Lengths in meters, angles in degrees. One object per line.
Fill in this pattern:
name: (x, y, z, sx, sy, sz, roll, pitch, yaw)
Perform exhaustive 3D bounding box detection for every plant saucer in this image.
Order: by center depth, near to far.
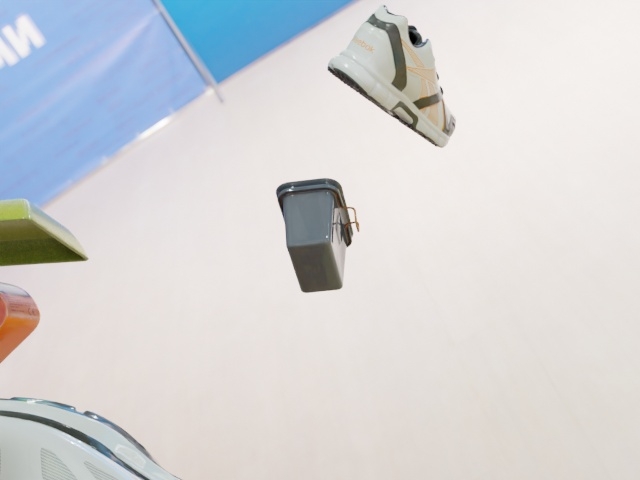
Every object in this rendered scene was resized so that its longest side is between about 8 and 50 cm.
plant saucer: (-0.460, -0.014, 1.629, 0.188, 0.188, 0.045, -3, 70, 15)

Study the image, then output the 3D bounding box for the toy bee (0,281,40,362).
toy bee: (-0.410, 0.132, 1.057, 0.162, 0.195, 0.298, 40, 77, 21)

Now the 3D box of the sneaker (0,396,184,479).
sneaker: (-0.188, 0.268, 0.885, 0.257, 0.447, 0.169, -92, 22, -79)

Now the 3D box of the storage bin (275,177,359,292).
storage bin: (0.000, 0.000, 1.408, 0.098, 0.135, 0.091, -6, 53, 8)

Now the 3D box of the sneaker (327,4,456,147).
sneaker: (0.046, -0.079, 0.554, 0.040, 0.109, 0.044, 35, 95, 29)
